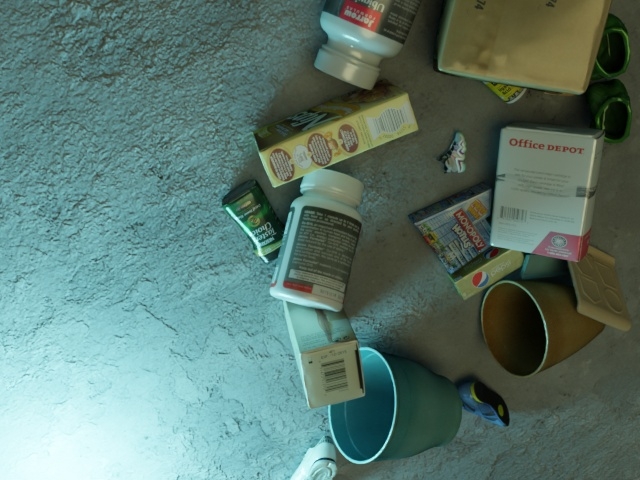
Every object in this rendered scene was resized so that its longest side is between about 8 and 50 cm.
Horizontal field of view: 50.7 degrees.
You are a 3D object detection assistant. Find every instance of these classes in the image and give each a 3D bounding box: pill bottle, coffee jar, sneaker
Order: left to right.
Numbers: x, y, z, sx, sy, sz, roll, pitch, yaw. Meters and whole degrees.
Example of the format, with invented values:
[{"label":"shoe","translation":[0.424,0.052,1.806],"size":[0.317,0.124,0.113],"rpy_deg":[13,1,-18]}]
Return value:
[{"label":"coffee jar","translation":[-0.135,-0.038,1.513],"size":[0.096,0.079,0.184],"rpy_deg":[-32,115,4]},{"label":"sneaker","translation":[-0.025,0.619,1.808],"size":[0.090,0.094,0.235],"rpy_deg":[22,126,-23]},{"label":"pill bottle","translation":[0.000,0.000,1.460],"size":[0.161,0.161,0.283],"rpy_deg":[17,81,-16]},{"label":"pill bottle","translation":[0.105,-0.469,1.325],"size":[0.176,0.176,0.318],"rpy_deg":[17,108,-17]},{"label":"sneaker","translation":[0.297,-0.199,1.548],"size":[0.069,0.038,0.098],"rpy_deg":[-10,113,-7]},{"label":"sneaker","translation":[0.438,0.447,1.837],"size":[0.082,0.069,0.209],"rpy_deg":[-24,129,36]},{"label":"pill bottle","translation":[0.395,-0.360,1.486],"size":[0.116,0.065,0.065],"rpy_deg":[34,103,-20]}]

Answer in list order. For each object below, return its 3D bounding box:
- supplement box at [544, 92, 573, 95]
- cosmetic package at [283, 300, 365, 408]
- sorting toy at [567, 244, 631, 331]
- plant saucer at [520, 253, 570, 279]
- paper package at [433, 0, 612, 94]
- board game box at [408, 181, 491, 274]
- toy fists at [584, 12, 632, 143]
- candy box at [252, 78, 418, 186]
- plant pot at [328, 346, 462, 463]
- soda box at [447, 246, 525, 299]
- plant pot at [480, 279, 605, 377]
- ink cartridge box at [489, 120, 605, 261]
[{"label":"supplement box","translation":[0.529,-0.438,1.471],"size":[0.080,0.078,0.233],"rpy_deg":[-1,112,-10]},{"label":"cosmetic package","translation":[0.001,0.224,1.529],"size":[0.129,0.296,0.153],"rpy_deg":[-12,115,-6]},{"label":"sorting toy","translation":[0.678,0.109,1.669],"size":[0.193,0.208,0.038],"rpy_deg":[22,143,-26]},{"label":"plant saucer","translation":[0.572,0.059,1.684],"size":[0.192,0.018,0.067],"rpy_deg":[-2,115,-31]},{"label":"paper package","translation":[0.401,-0.470,1.333],"size":[0.310,0.168,0.324],"rpy_deg":[11,104,5]},{"label":"board game box","translation":[0.343,-0.038,1.612],"size":[0.194,0.060,0.194],"rpy_deg":[-37,114,7]},{"label":"toy fists","translation":[0.633,-0.356,1.494],"size":[0.096,0.142,0.279],"rpy_deg":[-4,116,23]},{"label":"candy box","translation":[0.024,-0.229,1.406],"size":[0.316,0.183,0.087],"rpy_deg":[-21,114,-1]},{"label":"plant pot","translation":[0.200,0.413,1.678],"size":[0.255,0.271,0.271],"rpy_deg":[12,110,-31]},{"label":"soda box","translation":[0.412,0.069,1.670],"size":[0.181,0.058,0.061],"rpy_deg":[-31,114,4]},{"label":"plant pot","translation":[0.574,0.201,1.684],"size":[0.254,0.237,0.237],"rpy_deg":[-7,114,-26]},{"label":"ink cartridge box","translation":[0.510,-0.116,1.521],"size":[0.207,0.117,0.283],"rpy_deg":[13,114,30]}]
